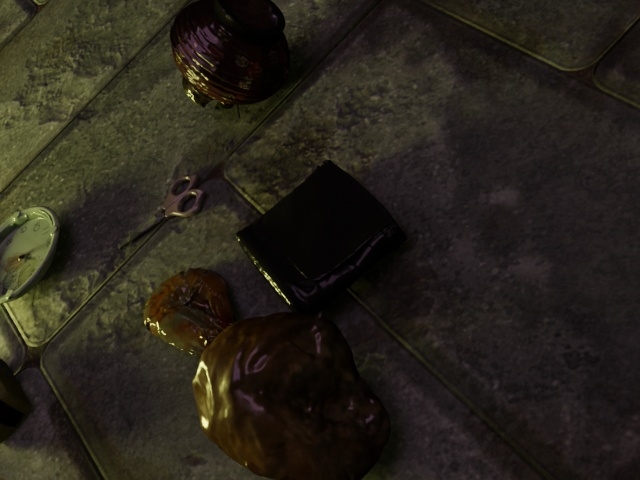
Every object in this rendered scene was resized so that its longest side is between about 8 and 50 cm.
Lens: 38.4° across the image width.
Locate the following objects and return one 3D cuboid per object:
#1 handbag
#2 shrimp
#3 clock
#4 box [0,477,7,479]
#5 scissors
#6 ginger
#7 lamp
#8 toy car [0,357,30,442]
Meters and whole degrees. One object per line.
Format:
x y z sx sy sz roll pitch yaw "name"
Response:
0.000 0.000 1.508 0.223 0.080 0.247 -38 44 -4 "handbag"
-0.200 0.129 1.560 0.154 0.062 0.294 -49 45 -13 "shrimp"
-0.619 0.037 1.899 0.237 0.053 0.236 -18 49 23 "clock"
-0.541 0.543 1.514 0.153 0.041 0.278 6 63 35 "box"
-0.313 -0.049 1.780 0.212 0.021 0.110 -35 45 8 "scissors"
-0.058 0.235 1.302 0.223 0.200 0.269 -33 82 53 "ginger"
-0.175 -0.361 1.768 0.247 0.247 0.246 -17 52 23 "lamp"
-0.648 0.266 1.731 0.124 0.101 0.257 -44 48 -7 "toy car"
